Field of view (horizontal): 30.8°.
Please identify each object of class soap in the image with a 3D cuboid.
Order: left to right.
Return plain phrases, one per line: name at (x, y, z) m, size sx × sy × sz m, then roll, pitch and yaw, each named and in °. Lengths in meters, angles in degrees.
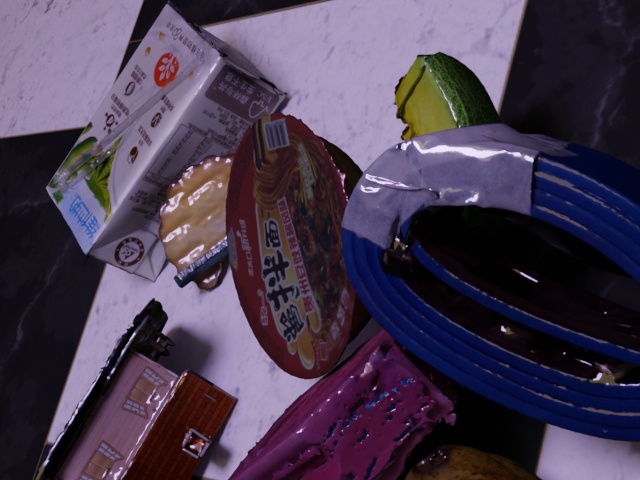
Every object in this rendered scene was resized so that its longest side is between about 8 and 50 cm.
soap at (0.031, 0.176, 1.089) m, size 0.250 × 0.099 × 0.162 m, roll -44°, pitch 1°, yaw 43°

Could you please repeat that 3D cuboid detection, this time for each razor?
razor at (-0.105, 0.000, 1.450) m, size 0.190 × 0.033 × 0.066 m, roll -37°, pitch 75°, yaw 11°

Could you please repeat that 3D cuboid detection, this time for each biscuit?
biscuit at (-0.144, -0.038, 1.496) m, size 0.183 × 0.118 × 0.061 m, roll -61°, pitch -2°, yaw 6°

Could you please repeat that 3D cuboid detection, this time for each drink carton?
drink carton at (-0.214, -0.134, 1.578) m, size 0.325 × 0.132 × 0.194 m, roll -53°, pitch 41°, yaw 11°

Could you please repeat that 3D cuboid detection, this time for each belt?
belt at (0.188, 0.029, 0.971) m, size 0.346 × 0.117 × 0.213 m, roll 27°, pitch 112°, yaw 25°

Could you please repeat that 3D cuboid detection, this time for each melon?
melon at (0.132, -0.044, 1.174) m, size 0.169 × 0.129 × 0.265 m, roll 61°, pitch 142°, yaw 30°

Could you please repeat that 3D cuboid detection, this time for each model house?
model house at (-0.212, 0.237, 1.385) m, size 0.294 × 0.154 × 0.207 m, roll -59°, pitch -4°, yaw -11°

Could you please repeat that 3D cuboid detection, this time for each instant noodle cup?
instant noodle cup at (0.000, 0.000, 1.194) m, size 0.274 × 0.090 × 0.274 m, roll 22°, pitch 117°, yaw 55°

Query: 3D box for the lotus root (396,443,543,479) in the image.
lotus root at (0.138, 0.258, 0.993) m, size 0.260 × 0.128 × 0.145 m, roll 28°, pitch 99°, yaw 51°
